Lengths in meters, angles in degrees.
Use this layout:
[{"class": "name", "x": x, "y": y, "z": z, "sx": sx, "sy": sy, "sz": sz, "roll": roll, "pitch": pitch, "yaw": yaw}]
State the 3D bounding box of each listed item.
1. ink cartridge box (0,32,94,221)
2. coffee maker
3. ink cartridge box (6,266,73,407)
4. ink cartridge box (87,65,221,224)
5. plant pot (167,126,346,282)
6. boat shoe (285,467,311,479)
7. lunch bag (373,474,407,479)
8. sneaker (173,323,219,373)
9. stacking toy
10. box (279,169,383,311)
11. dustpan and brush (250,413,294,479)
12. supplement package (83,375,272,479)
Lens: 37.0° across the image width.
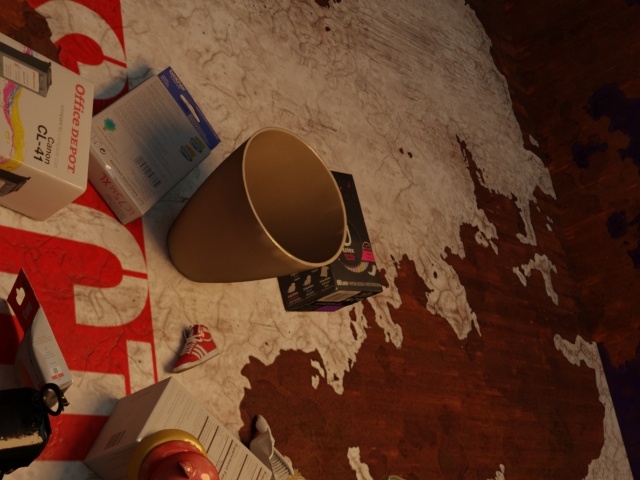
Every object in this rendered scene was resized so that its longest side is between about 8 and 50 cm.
[{"class": "ink cartridge box", "x": -0.510, "y": -0.196, "z": 1.458, "sx": 0.306, "sy": 0.131, "sz": 0.226, "roll": 25, "pitch": 51, "yaw": -40}, {"class": "coffee maker", "x": -0.452, "y": 0.240, "z": 1.229, "sx": 0.120, "sy": 0.171, "sz": 0.178, "roll": 46, "pitch": 23, "yaw": 29}, {"class": "ink cartridge box", "x": -0.416, "y": 0.146, "z": 1.357, "sx": 0.045, "sy": 0.145, "sz": 0.179, "roll": -24, "pitch": 80, "yaw": -33}, {"class": "ink cartridge box", "x": -0.318, "y": -0.182, "z": 1.753, "sx": 0.186, "sy": 0.065, "sz": 0.311, "roll": 55, "pitch": 39, "yaw": -13}, {"class": "plant pot", "x": -0.139, "y": -0.030, "z": 1.705, "sx": 0.256, "sy": 0.274, "sz": 0.257, "roll": 29, "pitch": 49, "yaw": -39}, {"class": "boat shoe", "x": -0.054, "y": 0.432, "z": 1.722, "sx": 0.135, "sy": 0.050, "sz": 0.045, "roll": 16, "pitch": 60, "yaw": -45}, {"class": "lunch bag", "x": 0.095, "y": 0.578, "z": 1.663, "sx": 0.169, "sy": 0.235, "sz": 0.287, "roll": 23, "pitch": 53, "yaw": -43}, {"class": "sneaker", "x": -0.225, "y": 0.186, "z": 1.661, "sx": 0.118, "sy": 0.042, "sz": 0.067, "roll": -24, "pitch": 92, "yaw": -62}, {"class": "stacking toy", "x": -0.192, "y": 0.456, "z": 1.328, "sx": 0.279, "sy": 0.130, "sz": 0.309, "roll": -44, "pitch": 110, "yaw": -20}, {"class": "box", "x": 0.000, "y": 0.000, "z": 1.977, "sx": 0.165, "sy": 0.143, "sz": 0.271, "roll": 5, "pitch": 64, "yaw": -51}, {"class": "dustpan and brush", "x": -0.088, "y": 0.367, "z": 1.658, "sx": 0.060, "sy": 0.211, "sz": 0.147, "roll": -24, "pitch": 120, "yaw": -18}, {"class": "supplement package", "x": -0.216, "y": 0.353, "z": 1.486, "sx": 0.244, "sy": 0.139, "sz": 0.134, "roll": 48, "pitch": 39, "yaw": -20}]
